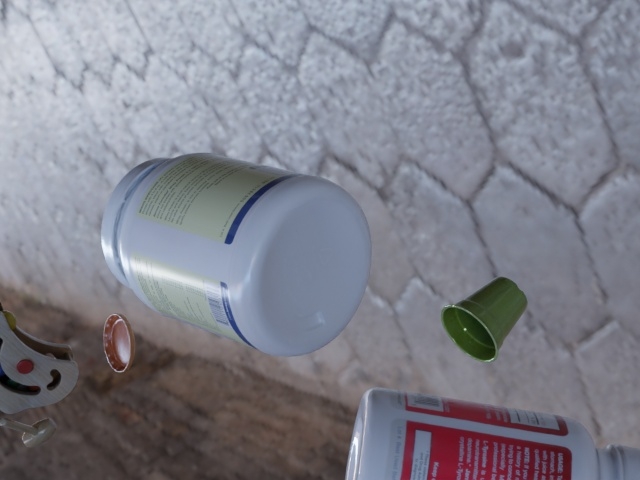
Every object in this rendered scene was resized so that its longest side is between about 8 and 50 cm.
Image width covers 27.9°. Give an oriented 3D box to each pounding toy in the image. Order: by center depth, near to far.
[{"bbox_3d":[-0.507,0.233,2.245,0.269,0.154,0.155,63,173,-30],"label":"pounding toy"}]

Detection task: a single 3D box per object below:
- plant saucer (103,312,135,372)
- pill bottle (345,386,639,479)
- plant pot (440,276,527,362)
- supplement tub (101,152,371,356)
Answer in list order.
[{"bbox_3d":[-0.281,0.143,1.814,0.083,0.013,0.083,11,103,54],"label":"plant saucer"},{"bbox_3d":[0.245,0.346,1.806,0.229,0.407,0.229,-170,90,-88],"label":"pill bottle"},{"bbox_3d":[0.194,0.084,1.482,0.083,0.079,0.083,36,151,24],"label":"plant pot"},{"bbox_3d":[-0.119,0.009,1.727,0.325,0.235,0.235,15,135,44],"label":"supplement tub"}]
